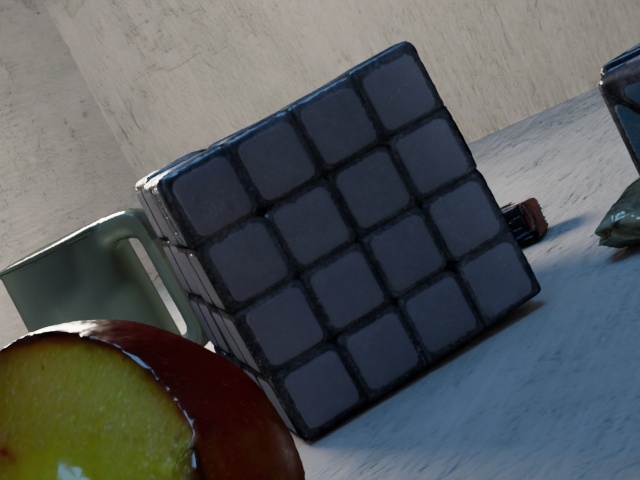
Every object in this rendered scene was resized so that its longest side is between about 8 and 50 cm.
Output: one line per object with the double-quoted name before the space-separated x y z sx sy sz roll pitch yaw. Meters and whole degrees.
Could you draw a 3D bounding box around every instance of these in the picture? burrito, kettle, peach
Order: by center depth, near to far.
"peach" -0.154 0.196 0.811 0.281 0.281 0.338 -28 7 -10
"burrito" 0.412 -0.053 1.331 0.082 0.059 0.275 -15 13 32
"kettle" -0.304 0.135 1.562 0.205 0.318 0.265 -29 6 -30

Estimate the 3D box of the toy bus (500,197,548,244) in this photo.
"toy bus" 0.222 0.004 1.596 0.234 0.074 0.096 -23 -1 28

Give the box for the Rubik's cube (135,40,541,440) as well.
"Rubik's cube" 0.000 0.000 1.313 0.344 0.344 0.337 -30 7 -12

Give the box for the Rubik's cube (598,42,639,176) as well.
"Rubik's cube" 0.415 -0.096 0.819 0.254 0.260 0.259 -30 5 -30
